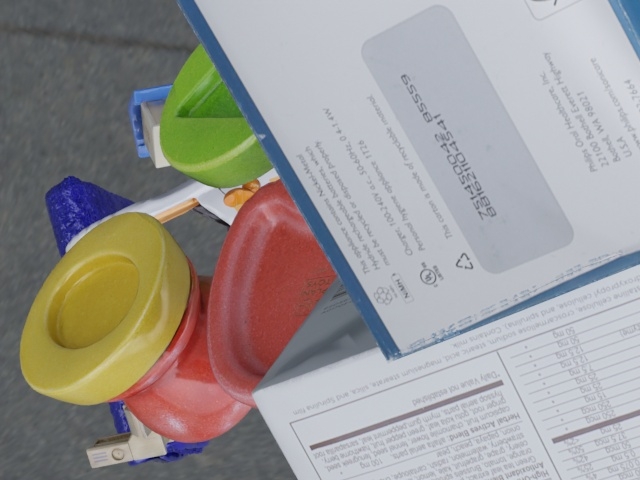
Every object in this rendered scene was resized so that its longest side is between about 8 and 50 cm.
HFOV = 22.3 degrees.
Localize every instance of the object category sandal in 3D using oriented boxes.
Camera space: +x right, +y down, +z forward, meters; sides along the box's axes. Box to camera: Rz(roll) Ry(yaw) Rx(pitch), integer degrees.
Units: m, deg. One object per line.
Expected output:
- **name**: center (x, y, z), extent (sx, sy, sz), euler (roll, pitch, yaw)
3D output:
- **sandal**: center (-0.093, -0.022, 1.443), extent (0.265, 0.102, 0.076), euler (-25, 91, -2)

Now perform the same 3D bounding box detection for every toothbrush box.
- **toothbrush box**: center (0.069, -0.129, 0.569), extent (0.216, 0.126, 0.295), euler (59, 33, -11)

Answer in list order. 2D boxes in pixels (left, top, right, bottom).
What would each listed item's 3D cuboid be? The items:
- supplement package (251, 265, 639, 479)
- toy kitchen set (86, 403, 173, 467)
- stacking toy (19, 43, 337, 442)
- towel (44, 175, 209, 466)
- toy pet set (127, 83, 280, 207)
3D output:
- **supplement package**: center (0.142, 0.098, 0.636), extent (0.263, 0.198, 0.199), euler (62, 25, -12)
- **toy kitchen set**: center (-0.182, 0.160, 1.447), extent (0.075, 0.068, 0.083), euler (-13, 104, 13)
- **stacking toy**: center (0.000, 0.000, 0.928), extent (0.130, 0.309, 0.279), euler (39, 67, -34)
- **towel**: center (-0.199, 0.088, 1.739), extent (0.076, 0.227, 0.308), euler (-19, 83, 1)
- **toy pet set**: center (-0.086, -0.090, 1.264), extent (0.114, 0.122, 0.065), euler (-12, 38, -15)
